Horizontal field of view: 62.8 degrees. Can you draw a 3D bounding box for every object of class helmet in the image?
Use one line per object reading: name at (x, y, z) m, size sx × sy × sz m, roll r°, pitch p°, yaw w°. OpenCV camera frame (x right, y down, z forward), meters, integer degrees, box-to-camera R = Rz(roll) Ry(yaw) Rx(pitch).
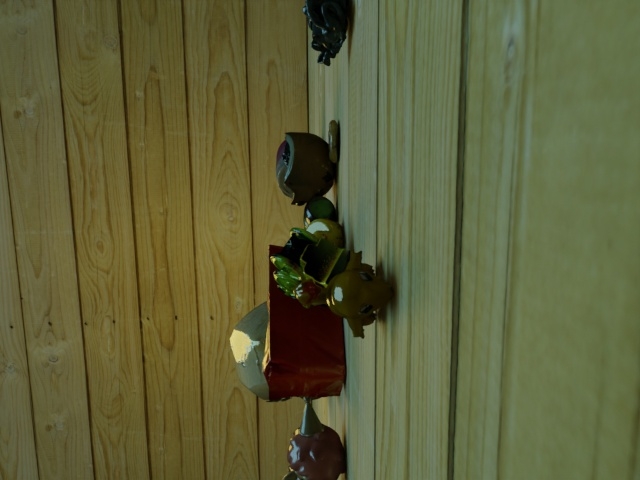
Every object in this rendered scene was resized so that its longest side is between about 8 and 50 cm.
helmet at (-0.024, -0.195, 1.421) m, size 0.224 × 0.130 × 0.198 m, roll 63°, pitch -152°, yaw -71°

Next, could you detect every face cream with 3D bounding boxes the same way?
face cream at (-0.075, -0.266, 1.905) m, size 0.195 × 0.175 × 0.175 m, roll -93°, pitch 4°, yaw -55°

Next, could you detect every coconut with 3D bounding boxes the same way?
coconut at (-0.142, 0.369, 1.854) m, size 0.346 × 0.346 × 0.360 m, roll -104°, pitch 5°, yaw -76°

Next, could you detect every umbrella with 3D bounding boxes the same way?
umbrella at (0.008, -0.517, 1.099) m, size 0.143 × 0.094 × 0.348 m, roll 101°, pitch 170°, yaw -54°

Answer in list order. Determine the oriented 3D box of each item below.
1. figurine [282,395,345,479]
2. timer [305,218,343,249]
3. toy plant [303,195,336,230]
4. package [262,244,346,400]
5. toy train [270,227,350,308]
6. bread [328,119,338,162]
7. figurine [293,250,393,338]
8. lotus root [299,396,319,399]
figurine at (-0.020, 0.573, 1.307) m, size 0.207 × 0.166 × 0.387 m, roll -136°, pitch 39°, yaw -61°
timer at (0.000, 0.000, 1.233) m, size 0.107 × 0.109 × 0.107 m, roll -6°, pitch 82°, yaw 44°
toy plant at (-0.003, -0.048, 1.424) m, size 0.162 × 0.093 × 0.092 m, roll 95°, pitch 173°, yaw -63°
package at (-0.045, 0.185, 1.333) m, size 0.123 × 0.196 × 0.423 m, roll 104°, pitch 167°, yaw -60°
toy train at (-0.017, 0.077, 1.147) m, size 0.100 × 0.161 × 0.296 m, roll -60°, pitch -11°, yaw -18°
bread at (0.033, -0.249, 1.315) m, size 0.110 × 0.024 × 0.110 m, roll 180°, pitch 90°, yaw -88°
figurine at (0.025, 0.070, 0.695) m, size 0.176 × 0.122 × 0.121 m, roll 106°, pitch 165°, yaw -82°
lotus root at (-0.033, 0.337, 1.551) m, size 0.291 × 0.193 × 0.193 m, roll -104°, pitch 13°, yaw -65°
